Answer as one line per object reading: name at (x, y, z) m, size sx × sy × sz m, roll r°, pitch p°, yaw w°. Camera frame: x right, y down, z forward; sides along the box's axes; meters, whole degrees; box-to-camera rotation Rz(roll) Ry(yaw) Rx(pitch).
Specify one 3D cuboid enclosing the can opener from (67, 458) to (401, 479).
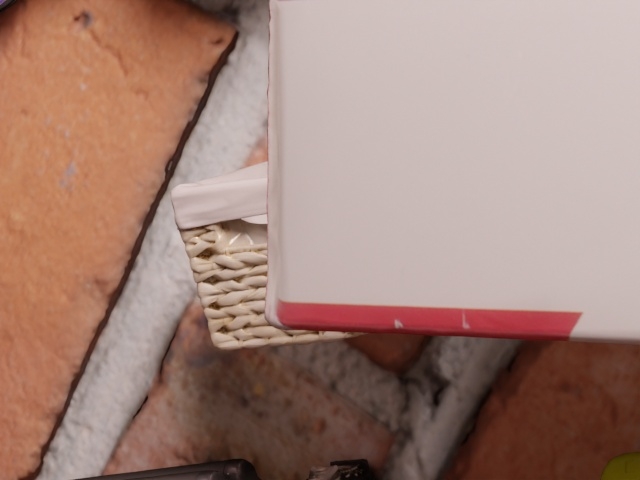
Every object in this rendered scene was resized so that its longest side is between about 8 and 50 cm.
can opener at (-0.070, 0.198, 1.233) m, size 0.283 × 0.076 × 0.095 m, roll -10°, pitch 90°, yaw 28°

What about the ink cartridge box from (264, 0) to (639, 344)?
ink cartridge box at (0.182, -0.043, 0.913) m, size 0.279 × 0.385 × 0.160 m, roll 0°, pitch 92°, yaw 27°

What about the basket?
basket at (0.000, 0.000, 1.130) m, size 0.113 × 0.167 × 0.103 m, roll -7°, pitch 97°, yaw 27°

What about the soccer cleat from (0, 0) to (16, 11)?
soccer cleat at (-0.287, -0.307, 1.267) m, size 0.109 × 0.116 × 0.318 m, roll -18°, pitch 87°, yaw 27°

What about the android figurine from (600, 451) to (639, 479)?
android figurine at (0.229, 0.243, 1.090) m, size 0.273 × 0.056 × 0.248 m, roll -11°, pitch 89°, yaw 21°
